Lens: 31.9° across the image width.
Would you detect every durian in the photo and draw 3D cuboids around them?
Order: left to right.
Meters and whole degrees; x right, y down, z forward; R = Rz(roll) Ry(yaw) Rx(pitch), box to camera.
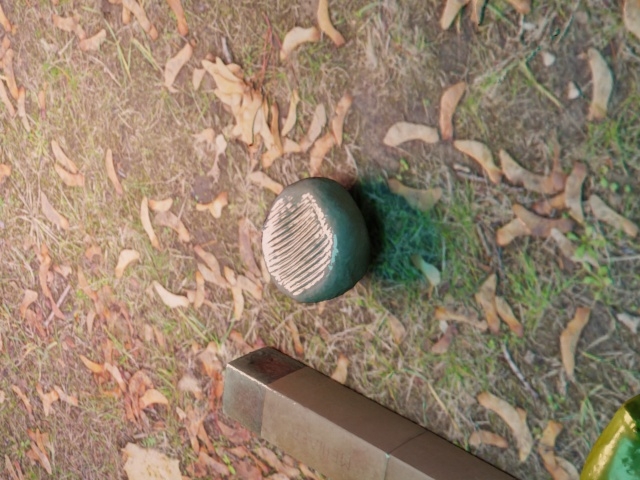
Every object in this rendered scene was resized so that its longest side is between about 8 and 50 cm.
[{"bbox_3d":[0.308,0.260,1.020,0.139,0.101,0.250,0,105,42],"label":"durian"}]

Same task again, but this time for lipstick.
[{"bbox_3d":[0.045,0.231,1.269,0.371,0.080,0.076,24,118,35],"label":"lipstick"}]

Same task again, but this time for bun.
[{"bbox_3d":[0.000,0.000,1.234,0.141,0.083,0.141,5,97,43],"label":"bun"}]
